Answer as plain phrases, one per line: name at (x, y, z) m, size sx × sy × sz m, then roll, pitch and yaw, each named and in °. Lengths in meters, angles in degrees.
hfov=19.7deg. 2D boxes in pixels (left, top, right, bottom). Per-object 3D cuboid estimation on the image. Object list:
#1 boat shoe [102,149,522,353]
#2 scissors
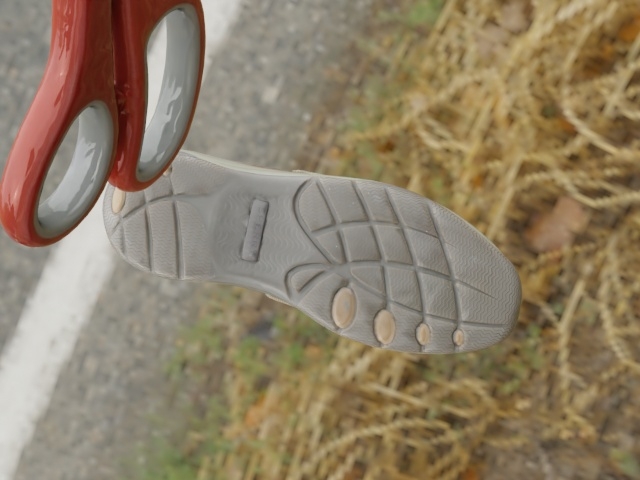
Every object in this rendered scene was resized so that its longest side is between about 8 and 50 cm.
boat shoe at (0.000, 0.000, 1.404) m, size 0.116 × 0.324 × 0.123 m, roll -15°, pitch -57°, yaw -78°
scissors at (-0.071, -0.112, 0.620) m, size 0.021 × 0.109 × 0.297 m, roll 32°, pitch 140°, yaw 21°
